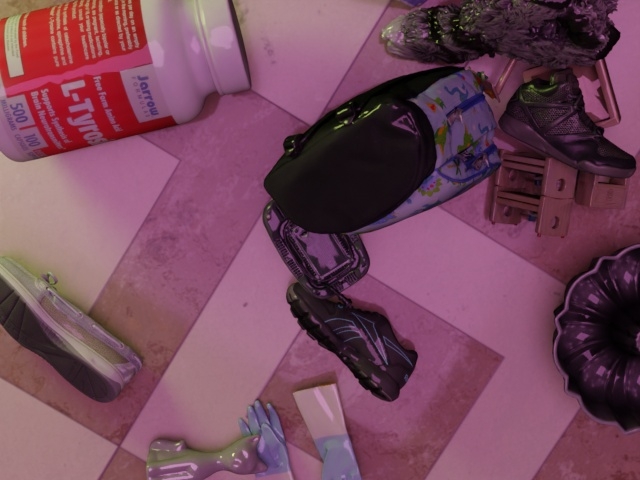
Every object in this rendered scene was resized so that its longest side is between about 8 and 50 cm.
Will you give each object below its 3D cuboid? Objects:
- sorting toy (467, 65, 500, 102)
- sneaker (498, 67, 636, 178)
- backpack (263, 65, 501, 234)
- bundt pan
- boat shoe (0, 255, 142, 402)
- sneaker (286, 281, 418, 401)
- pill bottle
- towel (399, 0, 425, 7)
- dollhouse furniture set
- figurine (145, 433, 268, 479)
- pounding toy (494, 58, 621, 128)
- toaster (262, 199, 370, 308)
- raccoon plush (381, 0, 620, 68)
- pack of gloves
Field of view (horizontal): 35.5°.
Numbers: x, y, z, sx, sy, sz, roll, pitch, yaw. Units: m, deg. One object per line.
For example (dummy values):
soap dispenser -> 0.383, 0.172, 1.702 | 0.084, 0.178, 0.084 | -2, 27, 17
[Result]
sorting toy -> 0.262, -0.259, 1.630 | 0.012, 0.083, 0.062 | -45, 59, 0
sneaker -> 0.407, -0.188, 1.580 | 0.227, 0.087, 0.130 | 31, 117, 15
backpack -> 0.132, -0.147, 1.565 | 0.290, 0.355, 0.273 | -29, 106, 37
bundt pan -> 0.545, 0.158, 1.707 | 0.330, 0.124, 0.331 | 0, 97, 0
boat shoe -> -0.450, 0.141, 1.723 | 0.320, 0.103, 0.118 | 41, 135, -2
sneaker -> 0.054, 0.158, 1.736 | 0.267, 0.101, 0.106 | 44, 74, -5
pill bottle -> -0.326, -0.277, 1.596 | 0.407, 0.229, 0.229 | -14, 97, 2
towel -> 0.194, -0.479, 1.548 | 0.285, 0.209, 0.034 | -38, 66, 28
dollhouse furniture set -> 0.404, -0.076, 1.695 | 0.183, 0.129, 0.129 | 3, 99, -30
figurine -> -0.190, 0.448, 1.765 | 0.209, 0.092, 0.215 | -7, 97, -1
pounding toy -> 0.382, -0.272, 1.666 | 0.181, 0.094, 0.206 | -15, 98, 22
toaster -> 0.000, 0.000, 1.674 | 0.129, 0.146, 0.227 | -33, 96, 5
raccoon plush -> 0.303, -0.448, 1.544 | 0.446, 0.216, 0.299 | 8, 76, 30
pack of gloves -> -0.032, 0.378, 1.788 | 0.195, 0.046, 0.232 | -14, 95, 14
